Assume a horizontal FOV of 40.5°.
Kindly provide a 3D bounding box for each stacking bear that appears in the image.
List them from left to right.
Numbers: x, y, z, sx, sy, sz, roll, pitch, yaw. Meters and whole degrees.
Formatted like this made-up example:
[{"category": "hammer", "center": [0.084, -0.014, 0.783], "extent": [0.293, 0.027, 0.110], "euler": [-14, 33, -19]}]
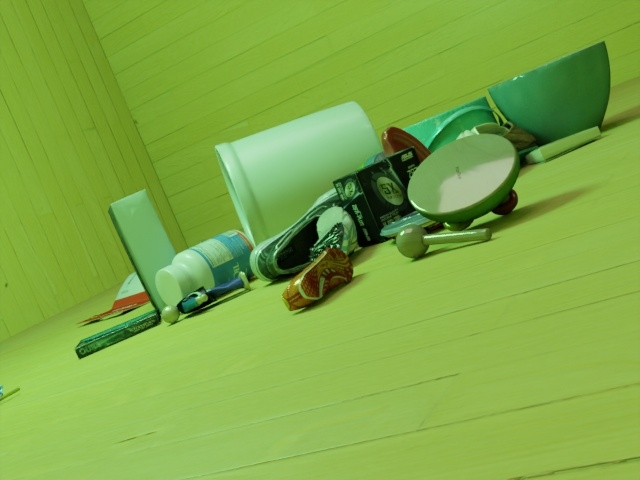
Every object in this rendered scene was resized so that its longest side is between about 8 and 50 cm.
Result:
[{"category": "stacking bear", "center": [0.124, -0.112, 2.016], "extent": [0.164, 0.176, 0.289], "euler": [14, -30, -36]}]

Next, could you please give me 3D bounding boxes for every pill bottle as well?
[{"category": "pill bottle", "center": [-0.254, 0.068, 1.932], "extent": [0.221, 0.124, 0.124], "euler": [-28, 7, -41]}]

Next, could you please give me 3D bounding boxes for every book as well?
[{"category": "book", "center": [0.538, -0.211, 1.931], "extent": [0.144, 0.035, 0.096], "euler": [-23, 1, -7]}]

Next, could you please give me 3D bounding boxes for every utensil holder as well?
[{"category": "utensil holder", "center": [-0.041, -0.162, 2.273], "extent": [0.385, 0.328, 0.327], "euler": [-22, 5, -7]}]

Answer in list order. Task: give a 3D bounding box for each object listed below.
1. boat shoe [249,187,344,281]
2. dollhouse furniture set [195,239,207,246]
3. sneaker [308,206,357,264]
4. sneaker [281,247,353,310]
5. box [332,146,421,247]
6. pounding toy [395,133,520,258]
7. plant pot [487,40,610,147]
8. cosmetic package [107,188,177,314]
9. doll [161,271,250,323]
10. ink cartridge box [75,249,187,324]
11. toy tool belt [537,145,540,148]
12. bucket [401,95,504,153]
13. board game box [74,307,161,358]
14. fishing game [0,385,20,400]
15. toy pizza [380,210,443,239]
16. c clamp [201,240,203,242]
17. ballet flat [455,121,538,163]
[{"category": "boat shoe", "center": [0.011, -0.011, 1.795], "extent": [0.335, 0.121, 0.119], "euler": [-37, 19, -26]}, {"category": "dollhouse furniture set", "center": [-0.273, 0.084, 2.370], "extent": [0.151, 0.123, 0.144], "euler": [13, 10, 5]}, {"category": "sneaker", "center": [0.033, 0.009, 1.623], "extent": [0.085, 0.086, 0.237], "euler": [-36, 16, 18]}, {"category": "sneaker", "center": [-0.005, 0.057, 1.353], "extent": [0.067, 0.064, 0.175], "euler": [-31, -3, 34]}, {"category": "box", "center": [0.135, -0.089, 1.751], "extent": [0.180, 0.148, 0.077], "euler": [-26, 6, -38]}, {"category": "pounding toy", "center": [0.234, -0.051, 1.367], "extent": [0.182, 0.110, 0.237], "euler": [-5, 44, 37]}, {"category": "plant pot", "center": [0.575, -0.333, 2.093], "extent": [0.290, 0.196, 0.290], "euler": [-22, 6, 2]}, {"category": "cosmetic package", "center": [-0.420, 0.030, 2.131], "extent": [0.097, 0.285, 0.377], "euler": [-24, 5, -14]}, {"category": "doll", "center": [-0.240, 0.118, 1.789], "extent": [0.188, 0.046, 0.129], "euler": [-23, 4, -10]}, {"category": "ink cartridge box", "center": [-0.536, 0.131, 2.647], "extent": [0.385, 0.091, 0.308], "euler": [-26, 6, -42]}, {"category": "toy tool belt", "center": [0.539, -0.245, 2.214], "extent": [0.083, 0.052, 0.051], "euler": [-18, -25, 13]}, {"category": "bucket", "center": [0.331, -0.232, 2.160], "extent": [0.281, 0.183, 0.281], "euler": [-22, 5, 2]}, {"category": "board game box", "center": [-0.440, 0.201, 1.898], "extent": [0.186, 0.026, 0.126], "euler": [-23, 5, -8]}, {"category": "fishing game", "center": [-0.713, 0.329, 1.700], "extent": [0.264, 0.041, 0.189], "euler": [-11, 11, 27]}, {"category": "toy pizza", "center": [0.207, -0.042, 1.609], "extent": [0.201, 0.032, 0.201], "euler": [-23, 4, 2]}, {"category": "c clamp", "center": [-0.330, 0.048, 2.568], "extent": [0.137, 0.022, 0.161], "euler": [-12, 39, -27]}, {"category": "ballet flat", "center": [0.373, -0.201, 1.941], "extent": [0.342, 0.124, 0.116], "euler": [-29, -16, -47]}]
